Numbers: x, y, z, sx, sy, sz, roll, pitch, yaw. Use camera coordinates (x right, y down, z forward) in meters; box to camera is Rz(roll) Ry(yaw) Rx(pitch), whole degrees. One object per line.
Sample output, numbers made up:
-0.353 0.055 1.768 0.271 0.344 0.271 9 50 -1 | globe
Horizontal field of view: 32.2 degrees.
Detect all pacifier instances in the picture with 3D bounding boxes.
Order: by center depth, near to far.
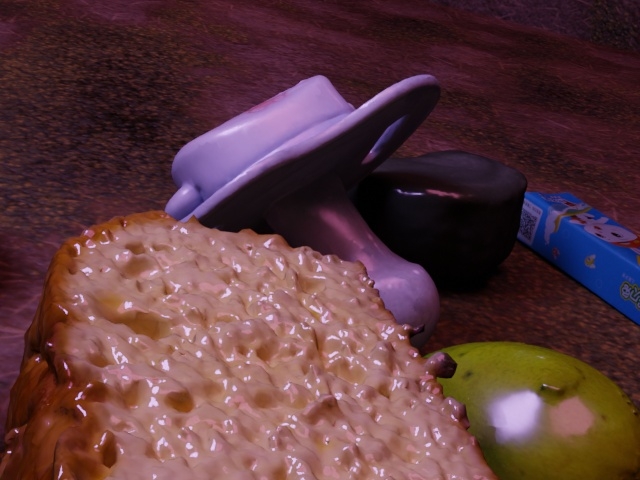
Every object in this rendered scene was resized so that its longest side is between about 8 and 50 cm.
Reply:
0.000 0.000 0.856 0.287 0.238 0.225 -29 76 -30 | pacifier

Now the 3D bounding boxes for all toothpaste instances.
0.287 0.027 1.051 0.065 0.050 0.267 1 24 -30 | toothpaste

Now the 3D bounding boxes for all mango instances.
0.123 0.115 0.695 0.119 0.100 0.178 -12 24 -39 | mango

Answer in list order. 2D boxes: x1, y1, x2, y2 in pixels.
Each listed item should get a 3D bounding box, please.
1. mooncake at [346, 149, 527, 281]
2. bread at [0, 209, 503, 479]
0.101 -0.029 1.028 0.175 0.104 0.168 7 26 -4 | mooncake
-0.046 0.124 0.488 0.195 0.178 0.340 6 20 -16 | bread
